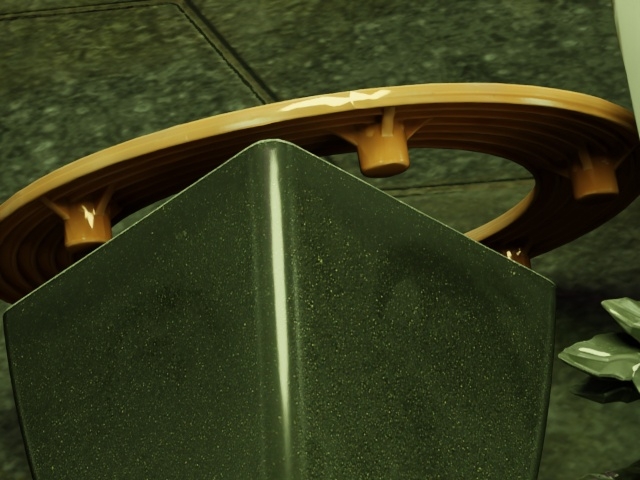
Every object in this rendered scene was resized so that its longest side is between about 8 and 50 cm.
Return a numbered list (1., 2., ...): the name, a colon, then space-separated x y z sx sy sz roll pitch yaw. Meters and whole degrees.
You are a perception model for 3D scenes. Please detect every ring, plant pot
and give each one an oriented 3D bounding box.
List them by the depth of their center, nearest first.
1. plant pot: -0.014 0.097 0.840 0.187 0.188 0.167 -31 49 35
2. ring: 0.000 0.000 0.942 0.337 0.336 0.032 -10 74 3

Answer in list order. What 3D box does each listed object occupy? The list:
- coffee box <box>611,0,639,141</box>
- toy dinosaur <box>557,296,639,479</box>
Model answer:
1. coffee box: 0.339 -0.101 0.724 0.338 0.334 0.337 6 60 -20
2. toy dinosaur: 0.204 0.144 0.811 0.322 0.164 0.218 -8 43 -33
